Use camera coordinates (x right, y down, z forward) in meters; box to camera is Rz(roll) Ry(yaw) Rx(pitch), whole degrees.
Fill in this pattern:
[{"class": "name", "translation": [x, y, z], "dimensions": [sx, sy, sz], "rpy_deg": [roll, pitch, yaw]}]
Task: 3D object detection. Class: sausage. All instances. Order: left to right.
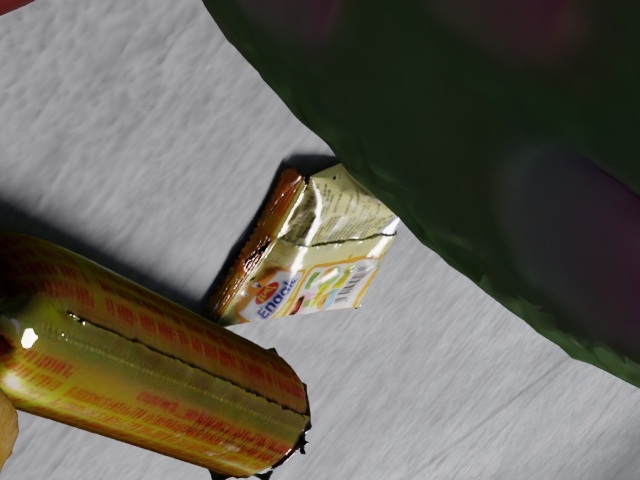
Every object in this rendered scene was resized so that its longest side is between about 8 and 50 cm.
[{"class": "sausage", "translation": [-0.096, 0.054, 0.852], "dimensions": [0.082, 0.082, 0.371], "rpy_deg": [-47, 158, 2]}]

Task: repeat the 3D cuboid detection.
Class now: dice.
[{"class": "dice", "translation": [0.147, -0.168, 0.554], "dimensions": [0.322, 0.330, 0.318], "rpy_deg": [-37, 162, -26]}]

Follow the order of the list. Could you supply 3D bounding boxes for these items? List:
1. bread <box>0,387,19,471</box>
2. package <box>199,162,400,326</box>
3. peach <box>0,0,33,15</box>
[{"class": "bread", "translation": [-0.225, 0.114, 0.603], "dimensions": [0.270, 0.148, 0.270], "rpy_deg": [-38, 158, -19]}, {"class": "package", "translation": [0.001, 0.000, 1.001], "dimensions": [0.120, 0.031, 0.108], "rpy_deg": [-8, 137, -49]}, {"class": "peach", "translation": [-0.098, -0.142, 0.307], "dimensions": [0.243, 0.199, 0.243], "rpy_deg": [-38, 148, -29]}]
